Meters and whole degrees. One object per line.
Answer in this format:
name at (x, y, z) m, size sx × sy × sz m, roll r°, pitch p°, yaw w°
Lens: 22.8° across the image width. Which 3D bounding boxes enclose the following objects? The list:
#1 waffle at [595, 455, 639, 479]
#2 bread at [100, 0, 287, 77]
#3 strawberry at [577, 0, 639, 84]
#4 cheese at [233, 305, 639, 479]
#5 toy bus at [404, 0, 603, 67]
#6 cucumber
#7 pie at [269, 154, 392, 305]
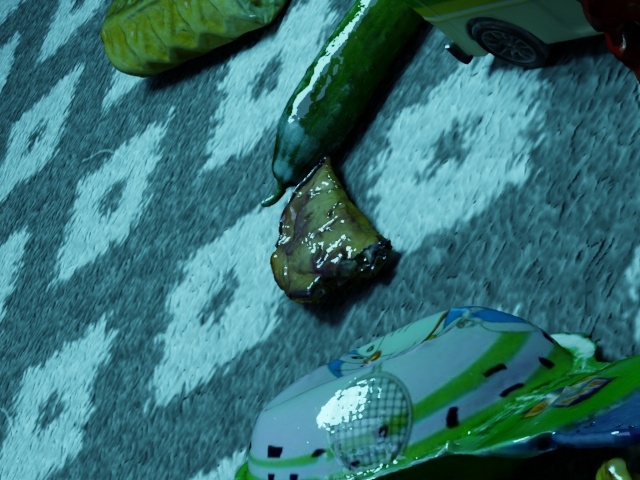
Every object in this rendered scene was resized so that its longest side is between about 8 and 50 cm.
waffle at (0.139, 0.171, 0.604) m, size 0.197 × 0.070 × 0.193 m, roll 8°, pitch 46°, yaw 26°
bread at (-0.128, -0.226, 1.538) m, size 0.087 × 0.098 × 0.269 m, roll -22°, pitch 4°, yaw -37°
strawberry at (0.192, -0.135, 0.693) m, size 0.205 × 0.244 × 0.205 m, roll -6°, pitch 81°, yaw 40°
cheese at (0.074, 0.083, 0.792) m, size 0.204 × 0.083 × 0.320 m, roll -25°, pitch 5°, yaw -35°
toy bus at (0.149, -0.217, 0.953) m, size 0.305 × 0.179 × 0.143 m, roll 1°, pitch 61°, yaw 60°
cucumber at (0.024, -0.131, 1.211) m, size 0.250 × 0.056 × 0.056 m, roll -56°, pitch 26°, yaw -1°
pie at (0.000, 0.000, 1.127) m, size 0.092 × 0.034 × 0.170 m, roll -49°, pitch 27°, yaw 5°
